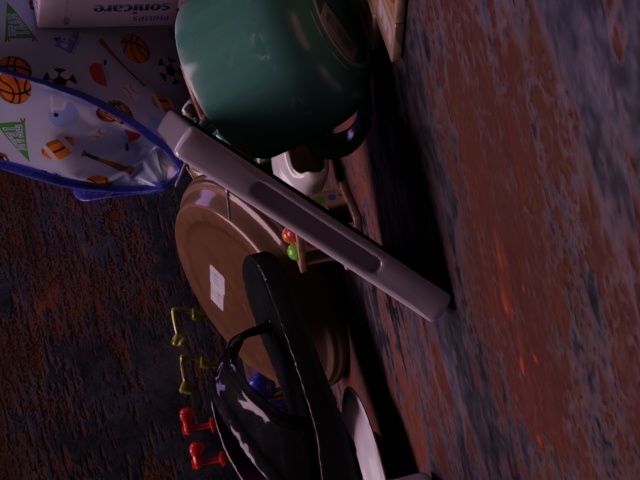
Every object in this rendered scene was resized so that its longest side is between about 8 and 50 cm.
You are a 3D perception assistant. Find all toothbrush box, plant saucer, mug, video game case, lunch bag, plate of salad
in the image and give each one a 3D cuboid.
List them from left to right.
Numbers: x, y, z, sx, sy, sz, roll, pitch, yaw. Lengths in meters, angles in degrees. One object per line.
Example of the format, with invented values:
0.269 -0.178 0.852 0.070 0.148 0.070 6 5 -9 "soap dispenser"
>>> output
-0.371 -0.247 2.108 0.328 0.385 0.239 -84 12 -44 "lunch bag"
-0.301 -0.446 1.935 0.283 0.206 0.122 105 153 -47 "toothbrush box"
-0.075 0.054 1.511 0.278 0.041 0.278 40 150 29 "plant saucer"
-0.021 -0.024 0.976 0.206 0.026 0.227 33 -178 -13 "video game case"
-0.017 -0.133 0.967 0.158 0.097 0.129 5 -116 -60 "mug"
0.055 0.233 1.273 0.200 0.048 0.199 169 90 -81 "plate of salad"

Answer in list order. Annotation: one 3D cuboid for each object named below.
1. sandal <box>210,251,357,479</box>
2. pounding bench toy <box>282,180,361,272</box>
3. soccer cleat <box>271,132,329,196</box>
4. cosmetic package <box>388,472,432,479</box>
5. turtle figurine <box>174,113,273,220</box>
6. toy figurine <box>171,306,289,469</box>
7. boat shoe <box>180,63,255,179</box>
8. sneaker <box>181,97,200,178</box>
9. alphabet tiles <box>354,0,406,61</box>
-0.033 0.209 1.279 0.167 0.107 0.445 101 155 -63 "sandal"
0.000 0.000 1.217 0.052 0.065 0.083 -111 11 -46 "pounding bench toy"
-0.029 -0.133 1.249 0.076 0.068 0.196 139 118 -64 "soccer cleat"
-0.005 0.422 0.973 0.327 0.329 0.393 -150 47 -81 "cosmetic package"
-0.074 -0.128 1.364 0.175 0.118 0.234 166 107 -68 "turtle figurine"
-0.104 0.251 2.005 0.217 0.191 0.362 109 149 -85 "toy figurine"
-0.096 -0.088 1.579 0.123 0.116 0.324 -114 13 -56 "boat shoe"
-0.106 -0.054 1.804 0.147 0.130 0.330 -83 -13 -68 "sneaker"
0.024 -0.236 0.856 0.237 0.009 0.198 92 163 -61 "alphabet tiles"
